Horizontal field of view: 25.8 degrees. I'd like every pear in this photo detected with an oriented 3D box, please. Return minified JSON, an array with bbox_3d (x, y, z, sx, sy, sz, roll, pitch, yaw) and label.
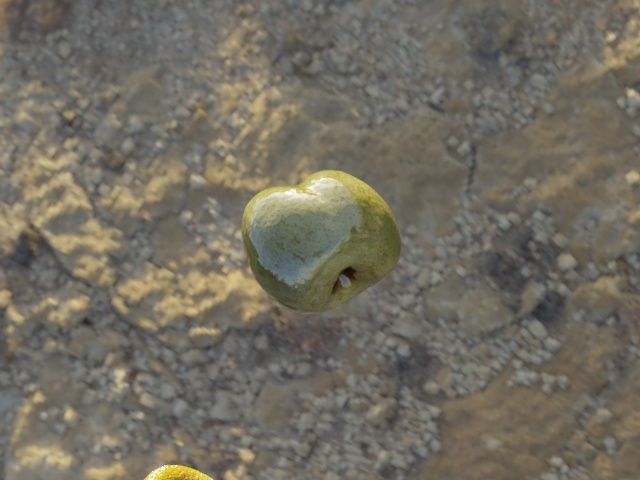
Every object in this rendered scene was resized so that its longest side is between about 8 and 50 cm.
[{"bbox_3d":[0.000,0.000,1.525,0.167,0.167,0.136,-39,57,11],"label":"pear"}]

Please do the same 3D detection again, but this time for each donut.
[{"bbox_3d":[-0.186,0.371,1.936,0.152,0.152,0.058,52,123,37],"label":"donut"}]
